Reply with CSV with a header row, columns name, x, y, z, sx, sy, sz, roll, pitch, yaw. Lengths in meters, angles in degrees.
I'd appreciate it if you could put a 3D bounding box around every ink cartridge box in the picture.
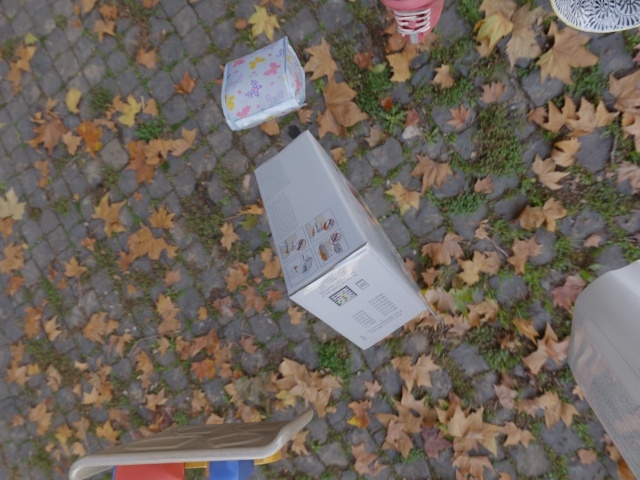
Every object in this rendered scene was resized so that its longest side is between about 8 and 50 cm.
name,x,y,z,sx,sy,sz,roll,pitch,yaw
ink cartridge box,0.040,0.009,0.695,0.130,0.272,0.309,-35,42,13

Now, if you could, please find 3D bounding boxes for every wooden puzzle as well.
name,x,y,z,sx,sy,sz,roll,pitch,yaw
wooden puzzle,-0.198,0.385,0.746,0.348,0.322,0.080,-10,72,4

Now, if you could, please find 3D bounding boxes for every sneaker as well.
name,x,y,z,sx,sy,sz,roll,pitch,yaw
sneaker,0.177,-0.416,0.720,0.116,0.313,0.136,11,127,17

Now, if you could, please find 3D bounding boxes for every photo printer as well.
name,x,y,z,sx,sy,sz,roll,pitch,yaw
photo printer,0.368,0.173,0.415,0.107,0.307,0.255,-26,50,12

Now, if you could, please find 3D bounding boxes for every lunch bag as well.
name,x,y,z,sx,sy,sz,roll,pitch,yaw
lunch bag,-0.052,-0.140,0.384,0.071,0.053,0.083,-18,49,16

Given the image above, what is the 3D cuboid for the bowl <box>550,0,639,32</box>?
name,x,y,z,sx,sy,sz,roll,pitch,yaw
bowl,0.305,-0.296,0.385,0.170,0.170,0.080,-5,65,18
